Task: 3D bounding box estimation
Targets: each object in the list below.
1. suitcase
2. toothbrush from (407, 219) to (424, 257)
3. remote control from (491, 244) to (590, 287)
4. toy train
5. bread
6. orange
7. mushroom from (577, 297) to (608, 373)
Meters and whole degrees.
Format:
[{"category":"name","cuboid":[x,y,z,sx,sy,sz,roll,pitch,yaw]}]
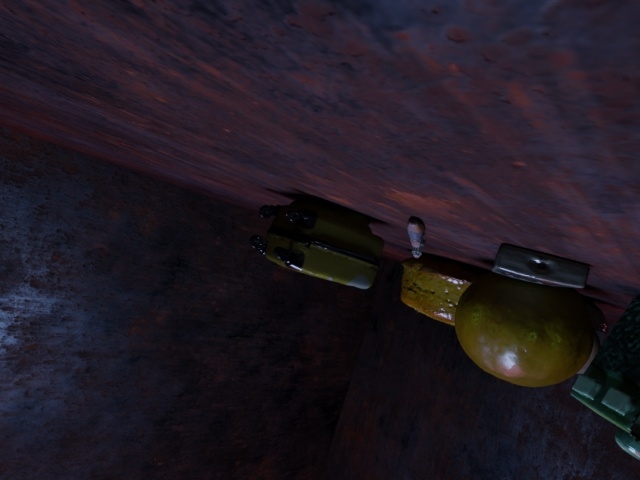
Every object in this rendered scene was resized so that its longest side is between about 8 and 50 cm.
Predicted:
[{"category":"suitcase","cuboid":[0.000,0.000,0.826,0.234,0.143,0.194,19,178,-27]},{"category":"toothbrush","cuboid":[0.184,-0.003,0.782,0.028,0.037,0.375,14,175,16]},{"category":"remote control","cuboid":[0.358,0.054,0.697,0.123,0.038,0.285,16,179,21]},{"category":"toy train","cuboid":[0.573,0.231,0.679,0.188,0.272,0.159,34,179,-8]},{"category":"bread","cuboid":[0.440,0.175,1.356,0.336,0.204,0.358,12,179,-27]},{"category":"orange","cuboid":[0.441,0.181,0.897,0.278,0.235,0.279,8,-168,-2]},{"category":"mushroom","cuboid":[0.677,0.243,1.119,0.184,0.255,0.255,-18,169,13]}]
